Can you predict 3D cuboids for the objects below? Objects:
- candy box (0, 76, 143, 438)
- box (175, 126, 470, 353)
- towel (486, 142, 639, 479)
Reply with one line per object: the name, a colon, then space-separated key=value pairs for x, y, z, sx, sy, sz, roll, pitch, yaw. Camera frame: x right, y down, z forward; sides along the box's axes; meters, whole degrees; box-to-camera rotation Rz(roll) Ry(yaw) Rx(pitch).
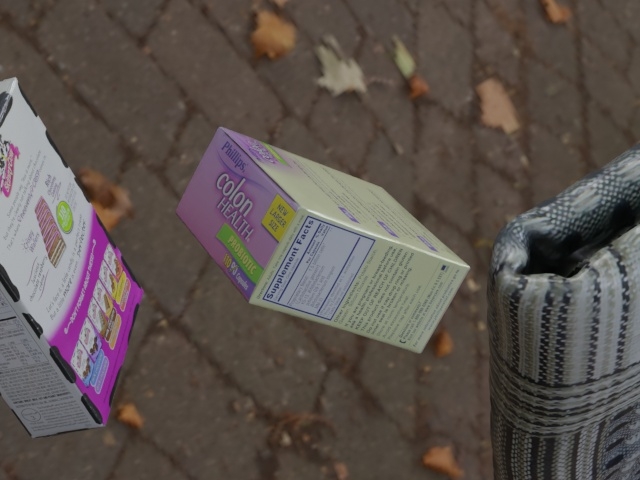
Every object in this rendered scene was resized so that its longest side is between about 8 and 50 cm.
candy box: x=-0.229 y=0.016 z=1.115 sx=0.159 sy=0.071 sz=0.233 roll=-81 pitch=153 yaw=-49
box: x=0.000 y=0.000 z=1.596 sx=0.243 sy=0.117 sz=0.213 roll=20 pitch=16 yaw=-36
towel: x=0.203 y=0.009 z=0.539 sx=0.056 sy=0.324 sz=0.312 roll=53 pitch=-12 yaw=28
